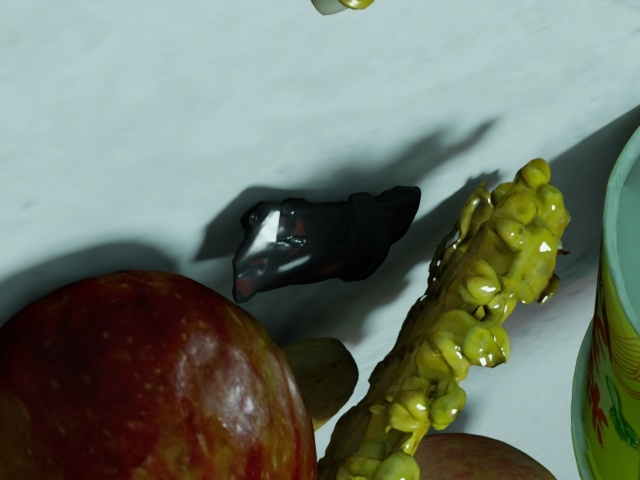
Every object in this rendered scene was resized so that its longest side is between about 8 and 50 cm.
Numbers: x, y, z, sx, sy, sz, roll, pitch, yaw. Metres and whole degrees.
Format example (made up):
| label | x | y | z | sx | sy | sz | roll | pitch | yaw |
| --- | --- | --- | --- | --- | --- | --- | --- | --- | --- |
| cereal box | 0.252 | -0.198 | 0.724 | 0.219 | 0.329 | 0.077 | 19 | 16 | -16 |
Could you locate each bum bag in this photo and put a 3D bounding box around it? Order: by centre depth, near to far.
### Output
| label | x | y | z | sx | sy | sz | roll | pitch | yaw |
| --- | --- | --- | --- | --- | --- | --- | --- | --- | --- |
| bum bag | 0.001 | 0.001 | 0.906 | 0.124 | 0.034 | 0.058 | -7 | 133 | -47 |

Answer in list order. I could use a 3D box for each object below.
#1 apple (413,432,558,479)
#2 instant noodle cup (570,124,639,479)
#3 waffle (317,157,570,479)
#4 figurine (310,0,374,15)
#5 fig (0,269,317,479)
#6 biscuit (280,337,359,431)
| label | x | y | z | sx | sy | sz | roll | pitch | yaw |
| --- | --- | --- | --- | --- | --- | --- | --- | --- | --- |
| apple | 0.080 | 0.227 | 1.277 | 0.164 | 0.209 | 0.209 | -4 | 148 | -20 |
| instant noodle cup | 0.278 | 0.041 | 1.056 | 0.311 | 0.311 | 0.221 | -30 | 149 | -6 |
| waffle | 0.048 | 0.070 | 0.941 | 0.228 | 0.051 | 0.231 | -56 | -178 | 38 |
| figurine | 0.048 | -0.126 | 0.672 | 0.143 | 0.068 | 0.101 | -16 | 151 | 4 |
| fig | -0.072 | 0.122 | 0.838 | 0.175 | 0.207 | 0.175 | -21 | 150 | -13 |
| biscuit | -0.087 | 0.122 | 1.039 | 0.240 | 0.035 | 0.158 | -33 | 155 | 0 |
